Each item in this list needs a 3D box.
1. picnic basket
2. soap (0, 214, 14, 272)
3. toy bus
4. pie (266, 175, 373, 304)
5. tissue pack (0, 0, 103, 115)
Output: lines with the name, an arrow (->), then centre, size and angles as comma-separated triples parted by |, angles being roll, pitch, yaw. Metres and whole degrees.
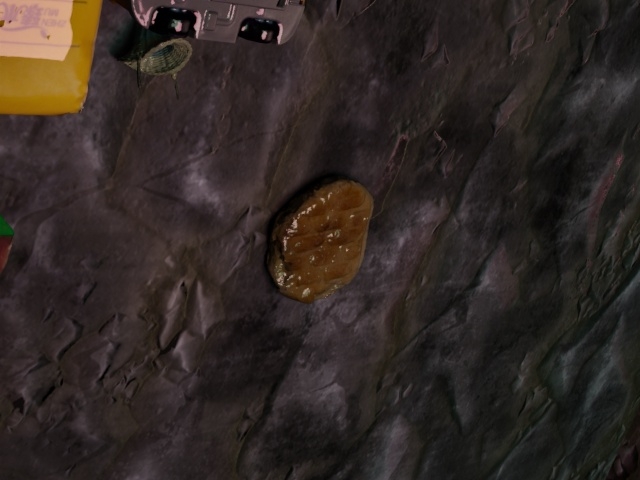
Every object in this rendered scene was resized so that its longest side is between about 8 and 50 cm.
picnic basket -> -0.175, -0.193, 1.033 | 0.065, 0.083, 0.083 | 16, 61, -62
soap -> -0.371, 0.004, 0.824 | 0.098, 0.273, 0.218 | 3, 114, -51
toy bus -> -0.122, -0.278, 0.977 | 0.209, 0.136, 0.126 | -5, 119, -42
pie -> 0.000, 0.000, 1.357 | 0.195, 0.046, 0.195 | -26, 132, -32
tissue pack -> -0.361, -0.252, 0.694 | 0.382, 0.228, 0.293 | -5, 118, -41
